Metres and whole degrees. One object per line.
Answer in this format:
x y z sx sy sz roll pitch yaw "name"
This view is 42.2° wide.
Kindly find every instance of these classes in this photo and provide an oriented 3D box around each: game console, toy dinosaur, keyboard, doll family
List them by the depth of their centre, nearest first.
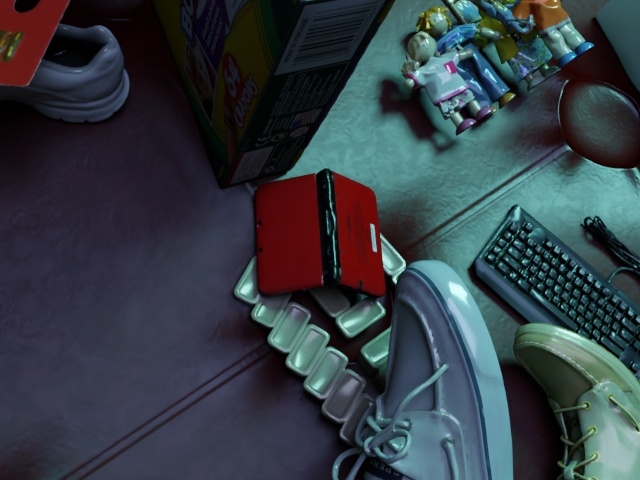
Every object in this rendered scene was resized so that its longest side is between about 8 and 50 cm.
0.000 0.000 0.950 0.124 0.085 0.144 20 55 -39 "game console"
0.227 -0.286 1.031 0.082 0.090 0.047 47 64 -34 "toy dinosaur"
0.359 0.067 1.050 0.317 0.033 0.201 40 62 -1 "keyboard"
0.212 -0.254 1.099 0.263 0.118 0.163 -33 88 -8 "doll family"

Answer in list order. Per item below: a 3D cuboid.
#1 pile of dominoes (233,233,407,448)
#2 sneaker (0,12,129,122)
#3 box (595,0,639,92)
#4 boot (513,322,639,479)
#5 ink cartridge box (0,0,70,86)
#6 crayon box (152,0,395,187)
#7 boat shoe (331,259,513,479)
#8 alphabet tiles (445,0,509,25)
0.030 0.091 0.941 0.196 0.040 0.251 -33 74 -26 "pile of dominoes"
-0.348 -0.191 0.863 0.297 0.129 0.111 -7 74 -19 "sneaker"
0.621 -0.324 1.214 0.345 0.168 0.215 -21 77 -24 "box"
0.285 0.238 0.920 0.262 0.095 0.203 44 62 -9 "boot"
-0.425 -0.310 0.827 0.385 0.091 0.308 8 63 12 "ink cartridge box"
-0.080 -0.273 0.852 0.106 0.363 0.313 -17 75 -23 "crayon box"
0.089 0.209 0.818 0.157 0.136 0.366 -12 98 -21 "boat shoe"
0.239 -0.432 1.220 0.237 0.009 0.198 -31 81 -26 "alphabet tiles"
